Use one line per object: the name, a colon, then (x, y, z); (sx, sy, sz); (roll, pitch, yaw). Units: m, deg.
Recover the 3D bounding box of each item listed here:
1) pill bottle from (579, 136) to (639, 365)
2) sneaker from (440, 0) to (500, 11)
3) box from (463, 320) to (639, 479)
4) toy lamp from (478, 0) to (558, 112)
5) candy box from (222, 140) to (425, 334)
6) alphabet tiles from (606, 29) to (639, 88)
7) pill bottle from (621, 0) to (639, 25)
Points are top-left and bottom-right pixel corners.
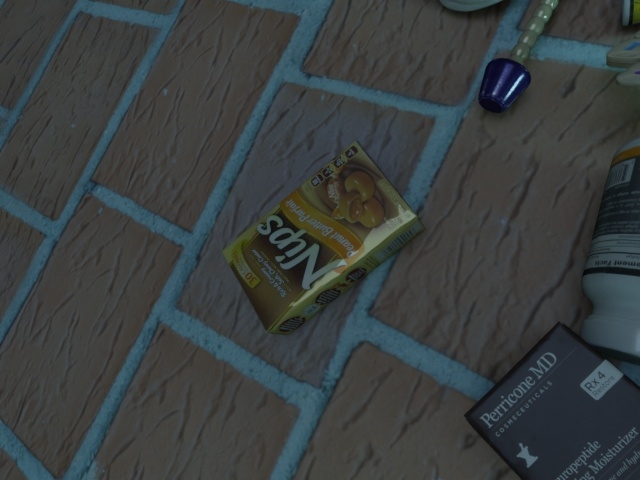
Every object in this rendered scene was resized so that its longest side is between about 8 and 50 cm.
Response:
pill bottle: (0.435, 0.018, 0.590); (0.162, 0.162, 0.279); (15, 81, 25)
sneaker: (0.222, -0.520, 0.838); (0.305, 0.152, 0.114); (33, 87, 25)
box: (0.316, 0.237, 0.573); (0.168, 0.167, 0.203); (-47, 64, 4)
toy lamp: (0.349, -0.343, 0.776); (0.080, 0.080, 0.275); (26, 86, 26)
candy box: (0.000, 0.000, 0.815); (0.316, 0.087, 0.183); (-38, 65, 8)
alphabet tiles: (0.554, -0.254, 0.613); (0.277, 0.021, 0.284); (-34, 37, -17)
pill bottle: (0.531, -0.376, 0.710); (0.116, 0.065, 0.065); (0, 75, 30)
